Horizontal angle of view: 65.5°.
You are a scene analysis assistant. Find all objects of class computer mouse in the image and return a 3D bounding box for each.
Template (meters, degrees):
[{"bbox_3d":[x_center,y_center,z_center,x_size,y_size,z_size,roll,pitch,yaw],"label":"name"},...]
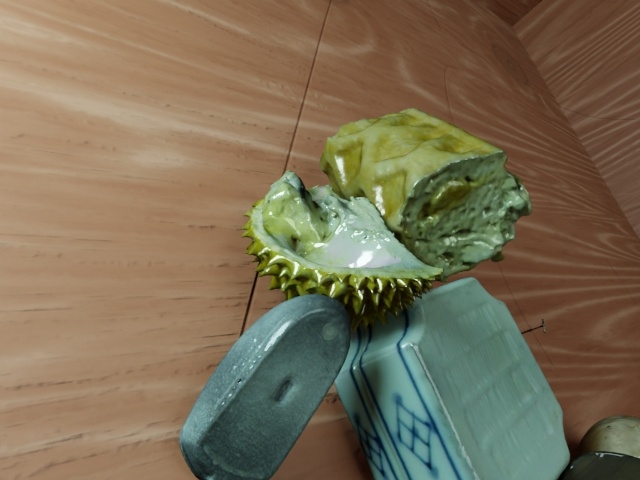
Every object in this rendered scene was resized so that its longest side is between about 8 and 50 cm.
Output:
[{"bbox_3d":[-0.055,0.151,0.503,0.113,0.068,0.229,42,80,-26],"label":"computer mouse"}]

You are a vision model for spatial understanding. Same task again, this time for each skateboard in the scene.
[{"bbox_3d":[0.404,0.188,0.960,0.064,0.083,0.032,42,39,-14],"label":"skateboard"}]

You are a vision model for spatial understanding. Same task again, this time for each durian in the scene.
[{"bbox_3d":[0.000,0.000,0.629,0.172,0.166,0.306,39,10,-30],"label":"durian"}]

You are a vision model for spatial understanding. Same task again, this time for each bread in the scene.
[{"bbox_3d":[0.147,-0.076,0.741,0.238,0.196,0.252,-13,30,-12],"label":"bread"}]

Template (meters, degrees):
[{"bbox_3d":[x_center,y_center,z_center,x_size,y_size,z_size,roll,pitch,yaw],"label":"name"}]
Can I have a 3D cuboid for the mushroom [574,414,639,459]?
[{"bbox_3d":[0.573,0.419,0.793,0.292,0.290,0.293,24,52,-35],"label":"mushroom"}]

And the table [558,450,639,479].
[{"bbox_3d":[0.413,0.421,0.532,0.317,0.317,0.249,49,-1,-5],"label":"table"}]

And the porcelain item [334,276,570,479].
[{"bbox_3d":[0.172,0.208,0.657,0.285,0.157,0.282,-11,69,-48],"label":"porcelain item"}]
